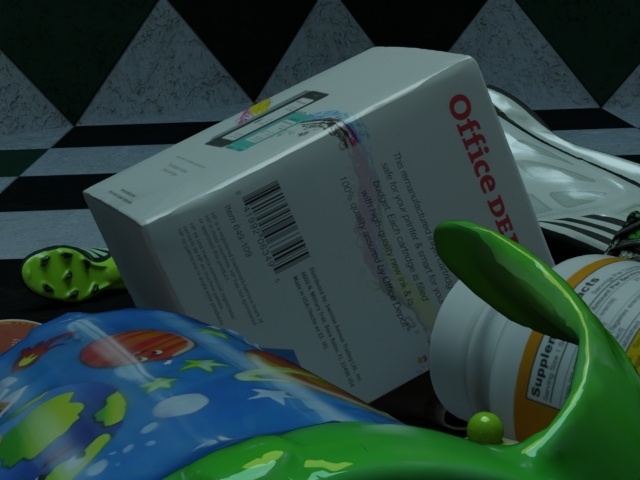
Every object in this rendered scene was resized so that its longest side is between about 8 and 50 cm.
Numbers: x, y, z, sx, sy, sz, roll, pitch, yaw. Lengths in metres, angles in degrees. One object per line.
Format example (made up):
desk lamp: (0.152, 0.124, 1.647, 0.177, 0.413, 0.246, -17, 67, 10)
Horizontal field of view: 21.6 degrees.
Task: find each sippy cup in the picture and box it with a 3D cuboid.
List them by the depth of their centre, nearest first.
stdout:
sippy cup: (-0.042, 0.134, 0.574, 0.305, 0.240, 0.224, -14, 24, -22)

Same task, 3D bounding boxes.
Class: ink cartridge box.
ink cartridge box: (0.000, 0.000, 1.257, 0.270, 0.198, 0.197, -27, 16, -14)

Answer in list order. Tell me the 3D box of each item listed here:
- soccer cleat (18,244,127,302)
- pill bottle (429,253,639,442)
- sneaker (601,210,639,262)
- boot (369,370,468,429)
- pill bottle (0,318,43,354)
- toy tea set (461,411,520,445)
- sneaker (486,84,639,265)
soccer cleat: (-0.251, 0.034, 1.760, 0.072, 0.060, 0.179, -5, -1, 42)
pill bottle: (0.180, 0.084, 0.917, 0.136, 0.136, 0.245, -11, 19, -41)
sneaker: (0.251, 0.040, 1.368, 0.343, 0.146, 0.134, -14, 16, -41)
boot: (0.078, 0.120, 1.257, 0.118, 0.042, 0.087, -6, 13, -19)
pill bottle: (-0.196, 0.128, 1.040, 0.121, 0.121, 0.216, -3, 10, -7)
toy tea set: (0.067, 0.168, 0.763, 0.200, 0.124, 0.336, -5, 11, -18)
sneaker: (0.138, -0.041, 1.614, 0.447, 0.169, 0.257, 20, 21, 25)
